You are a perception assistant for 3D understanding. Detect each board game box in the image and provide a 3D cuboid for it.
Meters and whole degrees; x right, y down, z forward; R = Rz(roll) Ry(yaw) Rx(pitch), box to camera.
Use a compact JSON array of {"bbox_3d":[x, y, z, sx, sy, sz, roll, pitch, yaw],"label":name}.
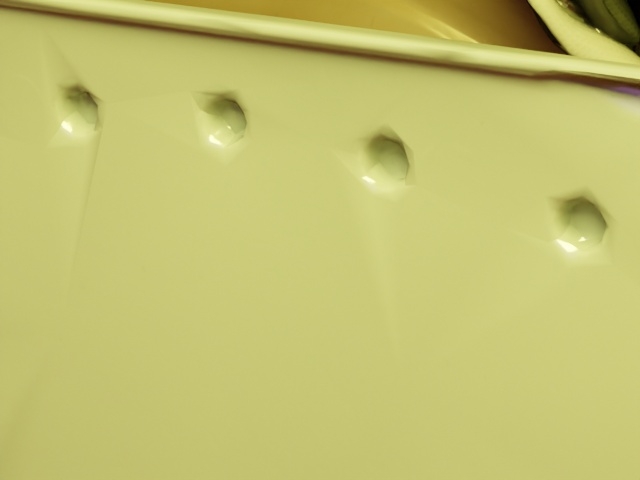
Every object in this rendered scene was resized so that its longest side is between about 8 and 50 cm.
[{"bbox_3d":[-0.009,0.135,0.475,0.390,0.050,0.390,11,111,31],"label":"board game box"}]

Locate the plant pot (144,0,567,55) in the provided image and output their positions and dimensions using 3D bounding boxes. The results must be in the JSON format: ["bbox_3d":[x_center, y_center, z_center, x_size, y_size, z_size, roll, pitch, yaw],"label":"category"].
[{"bbox_3d":[0.000,0.000,0.607,0.237,0.237,0.110,57,134,35],"label":"plant pot"}]

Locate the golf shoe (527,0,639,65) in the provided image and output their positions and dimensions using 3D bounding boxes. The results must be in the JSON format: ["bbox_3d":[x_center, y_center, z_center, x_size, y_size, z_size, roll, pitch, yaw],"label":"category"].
[{"bbox_3d":[0.091,-0.112,0.601,0.273,0.120,0.105,48,116,23],"label":"golf shoe"}]
